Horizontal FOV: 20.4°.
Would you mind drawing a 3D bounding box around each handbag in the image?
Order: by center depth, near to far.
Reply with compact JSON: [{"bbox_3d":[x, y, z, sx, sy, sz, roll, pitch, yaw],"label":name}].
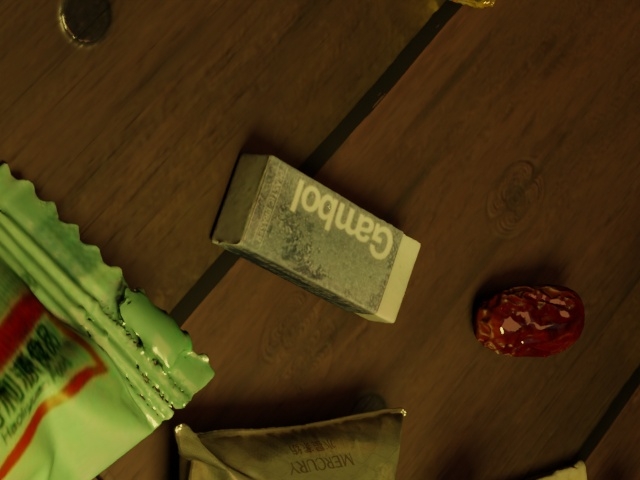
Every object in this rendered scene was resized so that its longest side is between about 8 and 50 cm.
[{"bbox_3d":[-0.025,0.245,1.612,0.270,0.117,0.182,-1,99,-41],"label":"handbag"}]

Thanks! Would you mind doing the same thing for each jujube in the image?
[{"bbox_3d":[0.214,0.084,1.831,0.129,0.077,0.077,-3,96,-35],"label":"jujube"}]

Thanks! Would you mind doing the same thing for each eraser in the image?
[{"bbox_3d":[0.000,0.000,1.657,0.212,0.046,0.092,28,75,-38],"label":"eraser"}]

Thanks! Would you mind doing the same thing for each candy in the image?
[{"bbox_3d":[-0.276,0.132,1.358,0.263,0.172,0.398,55,47,-15],"label":"candy"}]

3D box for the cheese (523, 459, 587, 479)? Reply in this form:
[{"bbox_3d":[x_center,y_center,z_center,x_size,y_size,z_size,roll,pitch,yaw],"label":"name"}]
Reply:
[{"bbox_3d":[0.136,0.305,1.809,0.400,0.034,0.085,-12,97,-40],"label":"cheese"}]

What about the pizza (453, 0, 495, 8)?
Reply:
[{"bbox_3d":[0.133,-0.308,1.740,0.292,0.058,0.197,-41,119,-31],"label":"pizza"}]
